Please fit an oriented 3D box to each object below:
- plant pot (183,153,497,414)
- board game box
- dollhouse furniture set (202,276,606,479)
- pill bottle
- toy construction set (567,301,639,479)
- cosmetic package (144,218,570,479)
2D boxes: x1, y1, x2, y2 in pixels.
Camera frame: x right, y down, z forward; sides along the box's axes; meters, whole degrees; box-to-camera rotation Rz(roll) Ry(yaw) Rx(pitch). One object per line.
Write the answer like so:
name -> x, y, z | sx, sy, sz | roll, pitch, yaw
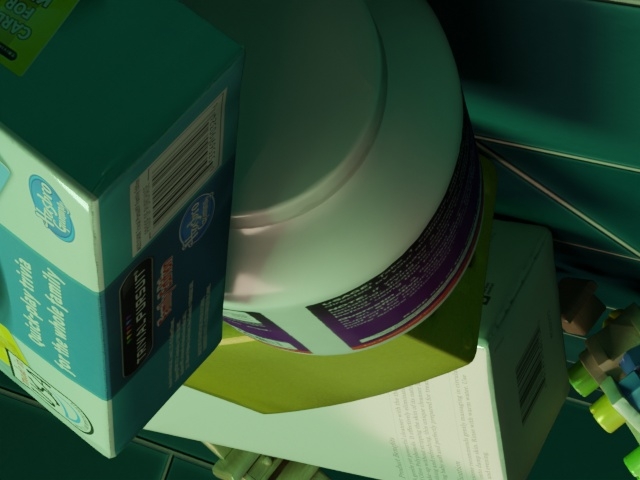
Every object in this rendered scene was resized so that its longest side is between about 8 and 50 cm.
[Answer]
plant pot -> 0.000, 0.000, 1.253 | 0.187, 0.212, 0.212 | 0, 165, 33
board game box -> -0.186, -0.082, 0.727 | 0.336, 0.079, 0.253 | 37, 157, 12
dollhouse furniture set -> 0.038, 0.107, 1.736 | 0.174, 0.303, 0.355 | 44, 164, -19
pill bottle -> -0.015, -0.046, 0.918 | 0.182, 0.181, 0.323 | 18, 173, 10
toy construction set -> 0.333, 0.172, 1.655 | 0.327, 0.151, 0.215 | 58, -177, -41
cosmetic package -> 0.008, 0.078, 1.573 | 0.366, 0.155, 0.197 | 11, 135, 24
